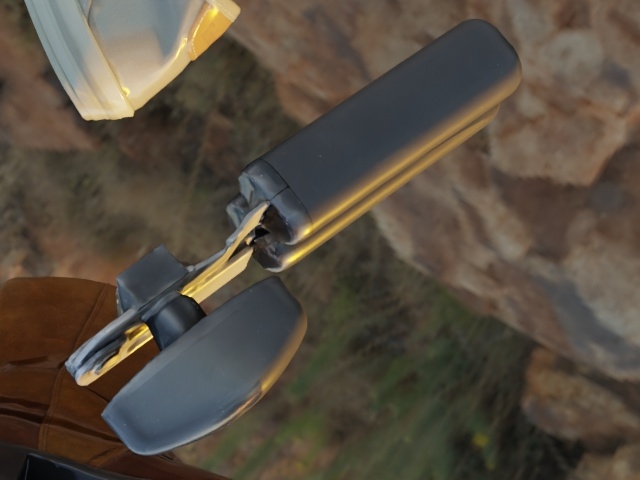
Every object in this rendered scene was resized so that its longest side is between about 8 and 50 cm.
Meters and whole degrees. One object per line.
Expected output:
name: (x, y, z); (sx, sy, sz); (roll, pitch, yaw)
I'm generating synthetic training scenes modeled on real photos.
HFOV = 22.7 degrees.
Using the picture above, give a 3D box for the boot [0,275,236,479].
boot: (-0.099, 0.119, 0.962); (0.264, 0.280, 0.096); (5, 112, 2)

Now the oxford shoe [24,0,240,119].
oxford shoe: (-0.165, -0.298, 0.975); (0.169, 0.130, 0.449); (-95, -16, -87)

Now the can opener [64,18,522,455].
can opener: (0.000, 0.000, 0.789); (0.095, 0.283, 0.076); (51, 158, 9)
